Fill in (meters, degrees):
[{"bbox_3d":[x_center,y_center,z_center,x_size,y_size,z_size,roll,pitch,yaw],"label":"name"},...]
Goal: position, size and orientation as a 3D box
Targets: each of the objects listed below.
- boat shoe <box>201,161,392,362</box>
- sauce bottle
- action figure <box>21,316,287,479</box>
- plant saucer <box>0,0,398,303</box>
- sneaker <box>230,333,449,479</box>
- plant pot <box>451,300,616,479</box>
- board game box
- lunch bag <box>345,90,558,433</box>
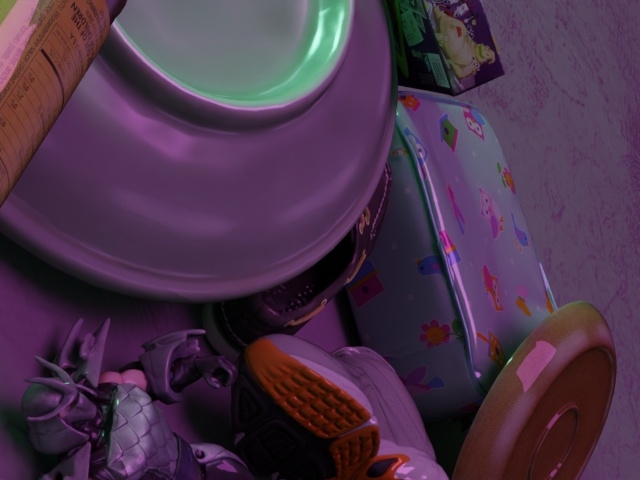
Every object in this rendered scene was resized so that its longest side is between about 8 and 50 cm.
[{"bbox_3d":[0.000,0.000,1.211,0.081,0.068,0.228,44,49,-8],"label":"boat shoe"},{"bbox_3d":[-0.216,-0.034,0.832,0.111,0.111,0.344,49,53,-31],"label":"sauce bottle"},{"bbox_3d":[-0.078,0.151,1.017,0.285,0.099,0.185,41,45,-35],"label":"action figure"},{"bbox_3d":[-0.088,-0.162,1.066,0.400,0.100,0.401,13,67,-33],"label":"plant saucer"},{"bbox_3d":[0.005,0.117,1.189,0.262,0.099,0.121,49,23,-51],"label":"sneaker"},{"bbox_3d":[0.180,0.163,1.351,0.236,0.032,0.236,-40,144,-38],"label":"plant pot"},{"bbox_3d":[0.043,-0.224,1.295,0.208,0.056,0.347,66,-7,-12],"label":"board game box"},{"bbox_3d":[0.107,0.020,1.397,0.224,0.107,0.279,0,72,-61],"label":"lunch bag"}]
